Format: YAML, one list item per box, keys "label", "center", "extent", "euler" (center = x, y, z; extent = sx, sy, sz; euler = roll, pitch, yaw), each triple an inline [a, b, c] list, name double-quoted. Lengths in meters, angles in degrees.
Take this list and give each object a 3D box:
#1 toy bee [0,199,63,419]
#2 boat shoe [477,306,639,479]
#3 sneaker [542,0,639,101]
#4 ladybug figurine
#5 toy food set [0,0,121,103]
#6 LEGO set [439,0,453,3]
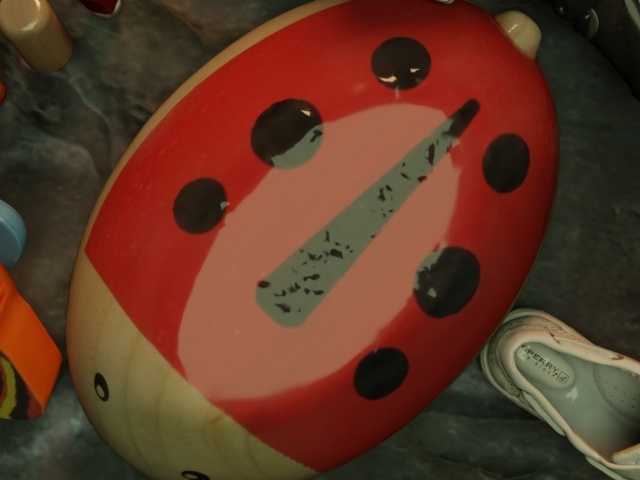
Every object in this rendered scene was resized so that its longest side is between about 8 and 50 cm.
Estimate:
- label: "toy bee"
  center: [-0.295, 0.005, 1.288]
  extent: [0.162, 0.195, 0.298]
  euler: [2, 114, 16]
- label: "boat shoe"
  center: [0.248, 0.147, 1.375]
  extent: [0.277, 0.096, 0.098]
  euler: [27, 94, -6]
- label: "sneaker"
  center: [0.165, -0.217, 1.342]
  extent: [0.124, 0.107, 0.283]
  euler: [-26, 90, 9]
- label: "ladybug figurine"
  center: [0.000, 0.000, 1.311]
  extent: [0.305, 0.162, 0.449]
  euler: [40, 92, -6]
- label: "toy food set"
  center: [-0.206, -0.210, 1.327]
  extent: [0.111, 0.104, 0.232]
  euler: [10, 77, 9]
- label: "LEGO set"
  center: [0.005, -0.291, 1.301]
  extent: [0.244, 0.060, 0.182]
  euler: [18, 90, 18]
